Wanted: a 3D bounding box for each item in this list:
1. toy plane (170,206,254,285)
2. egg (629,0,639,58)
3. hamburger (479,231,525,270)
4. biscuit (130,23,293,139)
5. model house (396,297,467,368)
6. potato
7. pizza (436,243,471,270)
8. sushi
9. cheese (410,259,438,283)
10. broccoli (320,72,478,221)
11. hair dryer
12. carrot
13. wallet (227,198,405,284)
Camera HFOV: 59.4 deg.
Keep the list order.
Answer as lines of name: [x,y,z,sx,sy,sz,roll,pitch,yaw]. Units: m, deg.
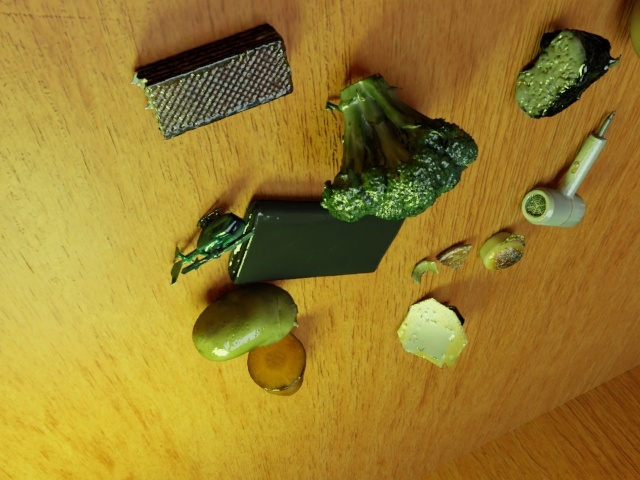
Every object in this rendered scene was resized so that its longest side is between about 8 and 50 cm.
toy plane: [-0.225,0.008,1.138,0.235,0.096,0.060,-30,142,25]
egg: [0.782,-0.489,1.213,0.201,0.201,0.244,-16,139,-20]
hamburger: [0.554,0.034,1.692,0.141,0.081,0.126,-31,141,0]
biscuit: [-0.171,-0.260,0.913,0.252,0.070,0.106,-23,139,-11]
model house: [0.376,0.268,1.801,0.136,0.207,0.219,-39,150,-60]
potato: [-0.176,0.188,1.296,0.248,0.169,0.143,-25,111,-24]
pizza: [0.380,0.046,1.635,0.099,0.029,0.100,0,129,-23]
sushi: [0.523,-0.369,1.227,0.115,0.147,0.212,-18,156,-27]
cheese: [0.301,0.084,1.607,0.084,0.041,0.060,-30,136,22]
broccoli: [0.126,-0.171,1.074,0.304,0.321,0.283,-26,103,7]
hair dryer: [0.713,-0.201,1.567,0.173,0.107,0.357,3,120,-36]
carrot: [-0.101,0.361,1.552,0.159,0.159,0.225,-28,151,-7]
wallet: [0.000,0.000,1.304,0.406,0.062,0.228,-2,131,-33]
